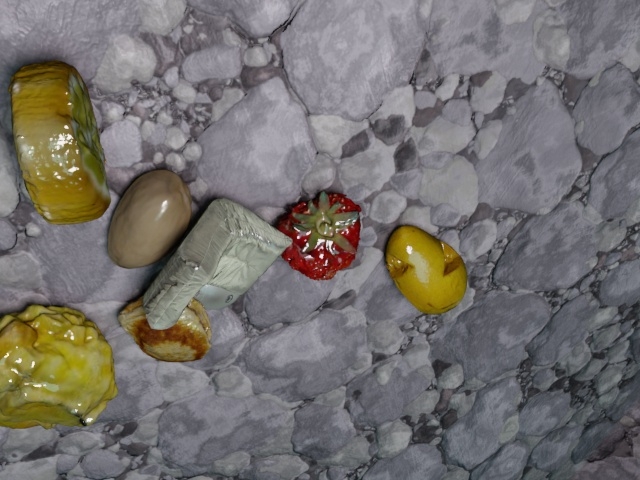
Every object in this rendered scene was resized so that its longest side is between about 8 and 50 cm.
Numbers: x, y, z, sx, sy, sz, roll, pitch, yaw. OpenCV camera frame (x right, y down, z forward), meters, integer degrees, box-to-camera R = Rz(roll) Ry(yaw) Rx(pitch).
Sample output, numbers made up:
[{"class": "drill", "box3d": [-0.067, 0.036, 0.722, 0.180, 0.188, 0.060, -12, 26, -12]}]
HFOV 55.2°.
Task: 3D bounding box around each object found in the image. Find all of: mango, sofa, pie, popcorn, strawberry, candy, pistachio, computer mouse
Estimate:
[{"class": "mango", "box3d": [0.250, 0.070, 1.463, 0.262, 0.130, 0.167, 40, 94, -31]}, {"class": "sofa", "box3d": [-0.201, 0.064, 1.170, 0.176, 0.225, 0.210, 37, 126, -11]}, {"class": "pie", "box3d": [-0.325, 0.190, 1.297, 0.178, 0.084, 0.205, -15, 127, 12]}, {"class": "popcorn", "box3d": [-0.534, 0.257, 1.197, 0.286, 0.215, 0.252, 33, 97, -38]}, {"class": "strawberry", "box3d": [0.000, 0.000, 1.300, 0.184, 0.187, 0.202, 15, 152, 13]}, {"class": "candy", "box3d": [-0.408, -0.154, 0.972, 0.117, 0.260, 0.260, -10, 123, -13]}, {"class": "pistachio", "box3d": [-0.324, -0.035, 1.165, 0.135, 0.136, 0.226, 23, 118, -32]}, {"class": "computer mouse", "box3d": [-0.249, 0.104, 1.318, 0.181, 0.056, 0.089, 14, 109, -28]}]
